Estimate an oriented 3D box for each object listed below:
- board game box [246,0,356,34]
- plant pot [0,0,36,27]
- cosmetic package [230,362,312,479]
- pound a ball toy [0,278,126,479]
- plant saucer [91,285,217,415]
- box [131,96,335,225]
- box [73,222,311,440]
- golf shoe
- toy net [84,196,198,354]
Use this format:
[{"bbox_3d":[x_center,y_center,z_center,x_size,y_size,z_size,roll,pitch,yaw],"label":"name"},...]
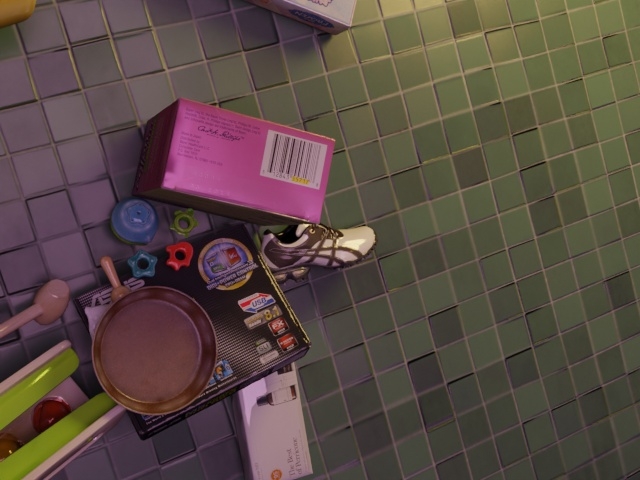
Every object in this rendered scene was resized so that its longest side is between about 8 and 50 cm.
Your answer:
[{"bbox_3d":[-0.068,-0.520,1.227,0.317,0.066,0.319,16,85,-21],"label":"board game box"},{"bbox_3d":[-0.483,-0.332,0.959,0.239,0.254,0.254,-18,98,-36],"label":"plant pot"},{"bbox_3d":[-0.083,0.251,1.238,0.098,0.060,0.239,-12,95,-20],"label":"cosmetic package"},{"bbox_3d":[-0.410,0.224,1.036,0.208,0.136,0.319,47,50,5],"label":"pound a ball toy"},{"bbox_3d":[-0.220,0.146,1.065,0.168,0.029,0.169,6,76,-27],"label":"plant saucer"},{"bbox_3d":[-0.128,-0.099,1.115,0.213,0.243,0.117,12,85,-21],"label":"box"},{"bbox_3d":[-0.181,0.125,1.153,0.270,0.060,0.216,-25,75,-19],"label":"box"},{"bbox_3d":[0.000,0.000,1.248,0.198,0.077,0.094,-19,116,-22],"label":"golf shoe"},{"bbox_3d":[-0.252,0.051,1.117,0.122,0.045,0.232,19,68,-17],"label":"toy net"}]
